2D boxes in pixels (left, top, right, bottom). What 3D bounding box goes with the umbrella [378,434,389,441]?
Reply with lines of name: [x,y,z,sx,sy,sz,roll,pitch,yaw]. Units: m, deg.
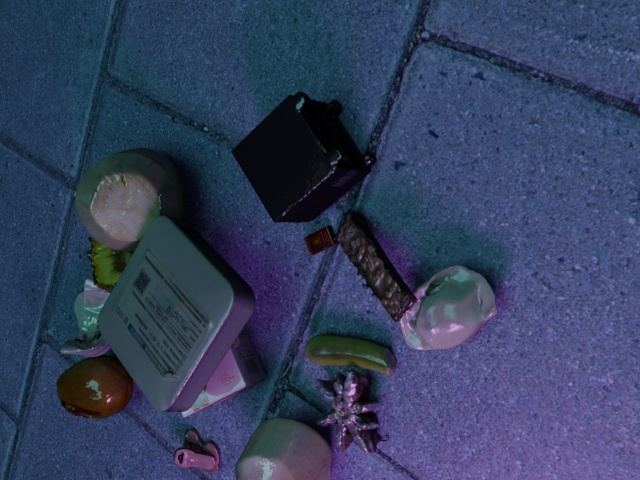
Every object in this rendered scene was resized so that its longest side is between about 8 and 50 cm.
umbrella: [0.122,0.509,1.757,0.122,0.013,0.022,-14,74,35]

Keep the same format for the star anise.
star anise: [0.070,0.423,1.734,0.229,0.093,0.236,33,120,30]

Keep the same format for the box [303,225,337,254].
box: [0.000,0.000,1.785,0.082,0.023,0.051,-27,79,33]

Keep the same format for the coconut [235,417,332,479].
coconut: [-0.084,0.580,1.780,0.245,0.247,0.244,19,135,21]

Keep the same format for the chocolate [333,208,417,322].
chocolate: [0.129,0.054,1.621,0.102,0.065,0.329,-63,38,28]

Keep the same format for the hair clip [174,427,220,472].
hair clip: [-0.367,0.646,2.093,0.138,0.102,0.123,6,102,1]

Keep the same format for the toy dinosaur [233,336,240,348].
toy dinosaur: [-0.313,0.221,1.825,0.200,0.072,0.251,-1,94,27]

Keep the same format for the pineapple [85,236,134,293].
pineapple: [-0.573,0.109,2.083,0.335,0.161,0.158,9,64,24]

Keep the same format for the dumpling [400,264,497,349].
dumpling: [0.280,0.158,1.546,0.250,0.132,0.162,-37,78,31]

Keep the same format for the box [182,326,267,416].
box: [-0.331,0.288,1.937,0.225,0.143,0.341,-29,77,16]

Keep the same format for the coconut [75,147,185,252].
coconut: [-0.540,-0.119,1.983,0.323,0.323,0.322,4,97,34]

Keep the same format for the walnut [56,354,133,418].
walnut: [-0.728,0.468,2.220,0.298,0.203,0.202,-3,93,37]

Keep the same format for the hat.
hat: [-0.744,0.293,2.253,0.301,0.168,0.257,-40,33,54]

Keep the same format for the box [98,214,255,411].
box: [-0.386,0.186,1.787,0.396,0.111,0.396,43,106,34]

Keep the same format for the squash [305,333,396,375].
squash: [0.071,0.285,1.735,0.250,0.083,0.083,3,97,31]

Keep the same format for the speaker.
speaker: [-0.040,-0.205,1.698,0.254,0.184,0.232,-39,73,27]
